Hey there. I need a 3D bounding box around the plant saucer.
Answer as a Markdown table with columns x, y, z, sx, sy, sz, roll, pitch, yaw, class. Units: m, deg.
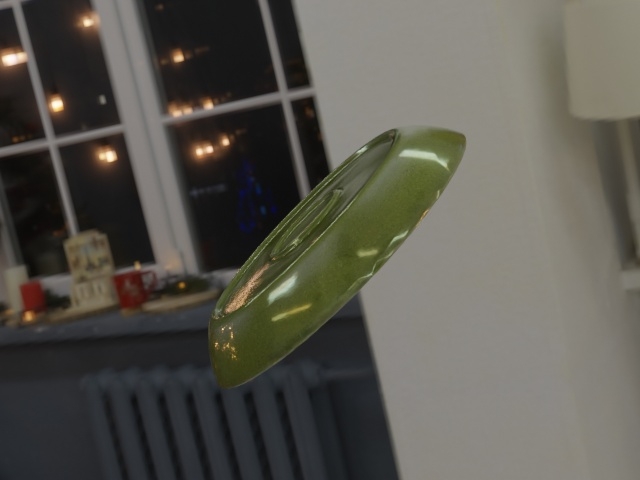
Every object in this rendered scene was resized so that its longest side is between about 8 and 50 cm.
| x | y | z | sx | sy | sz | roll | pitch | yaw | class |
| --- | --- | --- | --- | --- | --- | --- | --- | --- | --- |
| 0.000 | 0.000 | 0.775 | 0.241 | 0.037 | 0.241 | -44 | 10 | 10 | plant saucer |
